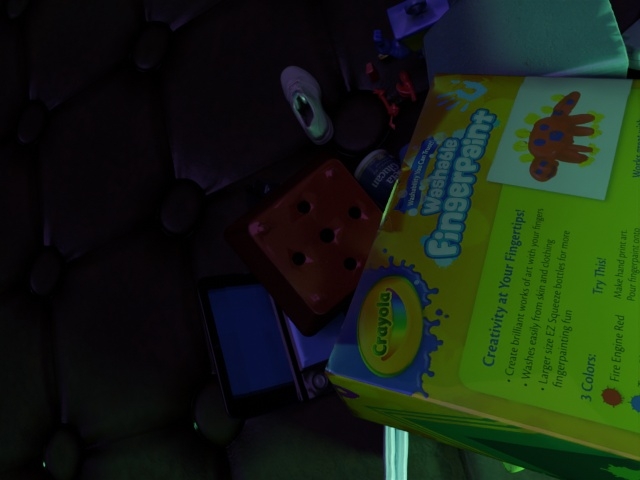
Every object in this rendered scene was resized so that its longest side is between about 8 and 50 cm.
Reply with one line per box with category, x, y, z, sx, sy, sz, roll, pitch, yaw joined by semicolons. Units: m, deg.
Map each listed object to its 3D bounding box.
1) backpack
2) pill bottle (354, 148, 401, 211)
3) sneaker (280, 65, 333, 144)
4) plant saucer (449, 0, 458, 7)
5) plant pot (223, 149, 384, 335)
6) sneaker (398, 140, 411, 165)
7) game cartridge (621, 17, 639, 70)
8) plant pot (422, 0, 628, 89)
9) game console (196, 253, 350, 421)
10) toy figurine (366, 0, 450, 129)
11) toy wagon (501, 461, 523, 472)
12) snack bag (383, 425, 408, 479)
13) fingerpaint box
backpack;-0.057;-0.065;1.100;0.182;0.115;0.151;-12;87;22
pill bottle;0.152;-0.094;1.013;0.169;0.094;0.094;44;101;26
sneaker;-0.041;-0.314;1.150;0.080;0.094;0.212;-34;67;18
plant saucer;0.217;-0.540;1.110;0.192;0.018;0.067;36;97;26
plant pot;0.000;0.000;0.906;0.267;0.236;0.267;-39;90;-5
sneaker;0.251;-0.206;0.983;0.232;0.081;0.090;-19;58;3
game cartridge;0.623;-0.311;0.769;0.196;0.060;0.294;-44;37;3
plant pot;0.301;-0.259;0.827;0.253;0.248;0.247;-9;64;18
game console;-0.069;0.170;1.028;0.250;0.173;0.293;-26;71;20
toy figurine;0.230;-0.376;0.960;0.363;0.217;0.191;-15;74;24
toy wagon;0.238;0.197;0.774;0.068;0.344;0.267;-34;67;16
snack bag;0.128;0.220;0.840;0.037;0.323;0.342;2;81;11
fingerpaint box;0.261;0.021;0.596;0.371;0.163;0.444;9;59;23
